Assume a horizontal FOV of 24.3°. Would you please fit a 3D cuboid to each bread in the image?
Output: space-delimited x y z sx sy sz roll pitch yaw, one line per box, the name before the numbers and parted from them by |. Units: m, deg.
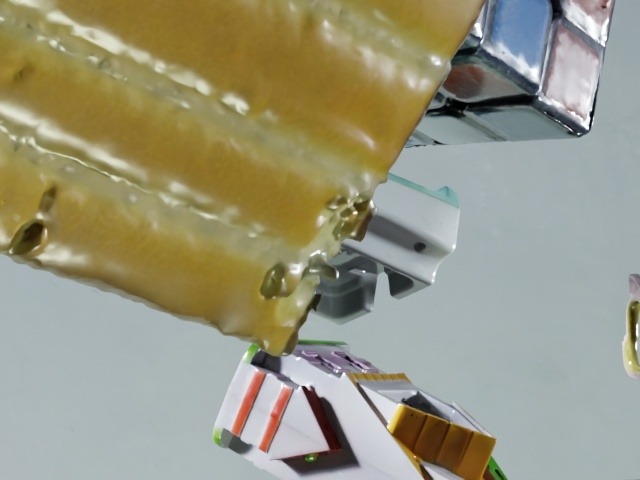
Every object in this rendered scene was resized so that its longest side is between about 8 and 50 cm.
bread | -0.060 -0.089 0.645 0.246 0.111 0.239 22 101 -34

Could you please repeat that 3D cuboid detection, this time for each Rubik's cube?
Rubik's cube | 0.107 -0.319 1.676 0.358 0.363 0.362 27 71 -40

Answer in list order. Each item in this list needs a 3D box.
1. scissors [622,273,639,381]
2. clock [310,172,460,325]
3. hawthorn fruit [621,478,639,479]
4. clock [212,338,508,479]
scissors | 0.425 0.195 1.887 0.024 0.160 0.318 1 82 -15
clock | 0.000 0.000 1.766 0.231 0.262 0.116 20 58 -33
hawthorn fruit | 0.318 0.356 1.492 0.215 0.250 0.215 -4 64 8
clock | 0.068 0.243 1.693 0.309 0.235 0.166 25 97 28
